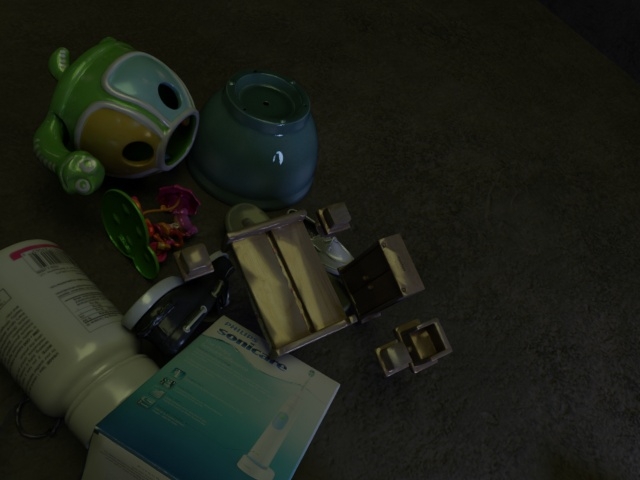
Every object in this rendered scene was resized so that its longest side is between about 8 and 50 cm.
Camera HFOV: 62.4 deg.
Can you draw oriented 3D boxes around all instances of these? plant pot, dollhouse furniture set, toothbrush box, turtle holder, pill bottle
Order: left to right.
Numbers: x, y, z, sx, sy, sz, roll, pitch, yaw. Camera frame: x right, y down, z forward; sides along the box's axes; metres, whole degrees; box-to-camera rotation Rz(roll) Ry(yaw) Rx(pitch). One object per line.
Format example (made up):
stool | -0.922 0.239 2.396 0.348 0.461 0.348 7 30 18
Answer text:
pill bottle | -0.362 0.146 0.756 0.283 0.160 0.160 42 51 14
turtle holder | -0.370 -0.228 0.976 0.228 0.243 0.320 26 17 2
toothbrush box | -0.128 0.255 0.703 0.216 0.126 0.295 28 25 8
plant pot | -0.129 -0.234 1.125 0.293 0.196 0.293 10 51 -13
dollhouse furniture set | -0.023 0.124 0.858 0.356 0.174 0.303 -18 76 -27

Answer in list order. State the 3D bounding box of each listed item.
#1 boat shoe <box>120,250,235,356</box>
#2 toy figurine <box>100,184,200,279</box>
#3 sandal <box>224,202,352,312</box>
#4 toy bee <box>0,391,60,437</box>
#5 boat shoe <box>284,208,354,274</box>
boat shoe | -0.200 0.098 0.845 0.091 0.114 0.302 45 21 0
toy figurine | -0.286 -0.035 0.977 0.159 0.130 0.173 -31 90 -46
sandal | -0.065 0.035 1.001 0.303 0.086 0.120 43 51 6
toy bee | -0.465 0.272 0.618 0.195 0.162 0.298 18 49 -5
boat shoe | 0.000 0.000 1.075 0.184 0.063 0.066 39 50 12
